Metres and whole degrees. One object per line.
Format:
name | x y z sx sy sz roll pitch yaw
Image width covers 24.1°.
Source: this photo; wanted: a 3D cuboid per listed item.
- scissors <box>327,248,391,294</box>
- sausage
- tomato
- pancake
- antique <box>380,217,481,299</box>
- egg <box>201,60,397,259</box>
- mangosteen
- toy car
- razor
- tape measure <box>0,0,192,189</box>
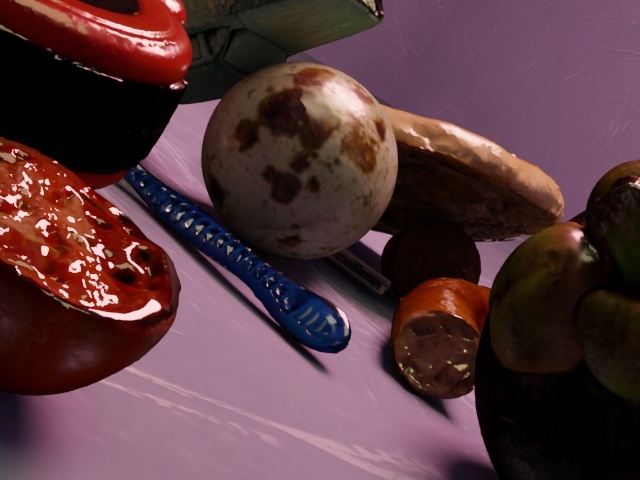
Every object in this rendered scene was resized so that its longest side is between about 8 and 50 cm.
scissors | 0.000 0.000 1.476 0.176 0.022 0.085 36 8 25
sausage | 0.118 0.079 1.331 0.103 0.076 0.302 44 12 9
tomato | -0.145 0.016 0.708 0.166 0.082 0.174 32 13 8
pancake | 0.081 -0.064 1.535 0.356 0.065 0.356 16 -17 5
antique | 0.115 0.027 1.506 0.104 0.104 0.104 34 9 -6
egg | -0.015 -0.065 1.308 0.169 0.169 0.231 38 -5 17
mangosteen | 0.247 0.082 1.066 0.300 0.300 0.300 34 9 -6
toy car | -0.104 -0.180 1.334 0.141 0.321 0.097 17 63 -62
razor | -0.094 -0.017 1.161 0.324 0.093 0.056 42 -24 20
tape measure | -0.203 -0.134 0.894 0.253 0.114 0.260 28 17 -14
